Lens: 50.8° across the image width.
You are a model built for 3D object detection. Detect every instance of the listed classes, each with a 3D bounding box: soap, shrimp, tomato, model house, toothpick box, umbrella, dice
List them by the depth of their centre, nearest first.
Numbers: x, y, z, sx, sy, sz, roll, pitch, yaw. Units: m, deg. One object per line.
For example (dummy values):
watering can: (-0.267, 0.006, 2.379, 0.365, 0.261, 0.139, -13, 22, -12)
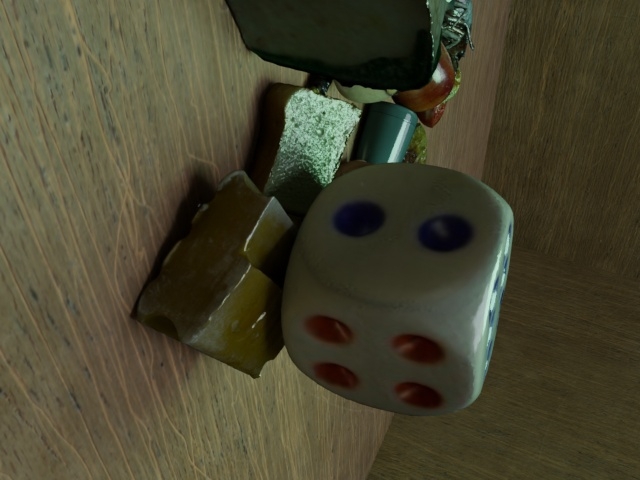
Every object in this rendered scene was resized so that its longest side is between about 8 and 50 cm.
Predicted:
model house: (0.055, -0.395, 0.920, 0.243, 0.298, 0.284, 57, 51, -66)
soap: (-0.122, 0.062, 1.036, 0.259, 0.143, 0.281, -60, 156, -9)
dice: (0.128, 0.072, 1.067, 0.277, 0.304, 0.304, 83, 26, -43)
umbrella: (0.010, -0.308, 1.269, 0.040, 0.037, 0.144, 106, 10, -46)
toothpick box: (0.149, -0.229, 1.606, 0.184, 0.120, 0.120, -71, 161, 2)
shrimp: (0.301, -0.585, 1.656, 0.221, 0.166, 0.410, -95, -176, -48)
tomato: (0.328, -0.431, 1.993, 0.166, 0.082, 0.174, -51, 153, -48)

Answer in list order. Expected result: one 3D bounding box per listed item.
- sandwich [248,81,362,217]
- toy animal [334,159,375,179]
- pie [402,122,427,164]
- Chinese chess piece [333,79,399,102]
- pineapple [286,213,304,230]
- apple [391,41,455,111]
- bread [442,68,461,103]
sandwich: (-0.028, -0.148, 1.149, 0.186, 0.065, 0.215, 10, 98, -45)
toy animal: (0.090, -0.075, 1.508, 0.171, 0.171, 0.198, -27, 128, -65)
pie: (0.216, -0.180, 1.860, 0.354, 0.103, 0.288, -33, 130, -59)
Chinese chess piece: (0.090, -0.386, 1.268, 0.250, 0.103, 0.250, 2, 90, -70)
pineapple: (-0.064, -0.051, 1.258, 0.114, 0.077, 0.114, 163, -64, -71)
apple: (0.220, -0.399, 1.575, 0.201, 0.162, 0.201, 44, 30, -34)
bread: (0.316, -0.440, 1.867, 0.069, 0.140, 0.128, 24, 77, -63)
